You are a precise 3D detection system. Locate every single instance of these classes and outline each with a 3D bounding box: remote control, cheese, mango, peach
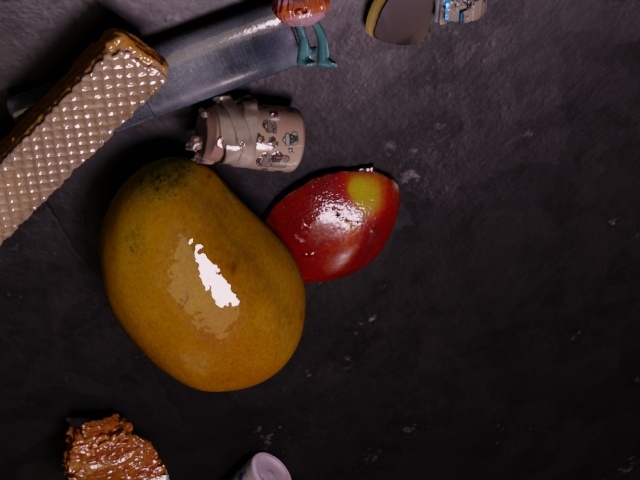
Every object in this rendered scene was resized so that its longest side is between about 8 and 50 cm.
[{"bbox_3d":[-0.212,-0.207,1.719,0.377,0.044,0.107,-20,130,4],"label":"remote control"},{"bbox_3d":[0.115,-0.326,1.699,0.086,0.036,0.162,5,131,-16],"label":"cheese"},{"bbox_3d":[-0.171,0.050,1.864,0.264,0.221,0.378,-18,125,9],"label":"mango"},{"bbox_3d":[0.002,0.002,1.963,0.189,0.068,0.279,26,122,-31],"label":"peach"}]

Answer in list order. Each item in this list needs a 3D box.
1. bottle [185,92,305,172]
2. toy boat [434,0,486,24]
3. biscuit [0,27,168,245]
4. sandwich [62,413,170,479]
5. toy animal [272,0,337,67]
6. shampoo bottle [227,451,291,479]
[{"bbox_3d":[-0.103,-0.142,1.772,0.152,0.099,0.099,4,132,-23],"label":"bottle"},{"bbox_3d":[0.185,-0.367,1.665,0.084,0.066,0.210,-30,134,-35],"label":"toy boat"},{"bbox_3d":[-0.346,-0.124,1.692,0.379,0.054,0.094,-40,129,22],"label":"biscuit"},{"bbox_3d":[-0.335,0.352,2.192,0.185,0.109,0.160,5,112,-17],"label":"sandwich"},{"bbox_3d":[-0.002,-0.317,1.628,0.103,0.100,0.208,-24,124,-50],"label":"toy animal"},{"bbox_3d":[-0.176,0.501,2.376,0.092,0.092,0.303,24,122,-33],"label":"shampoo bottle"}]
